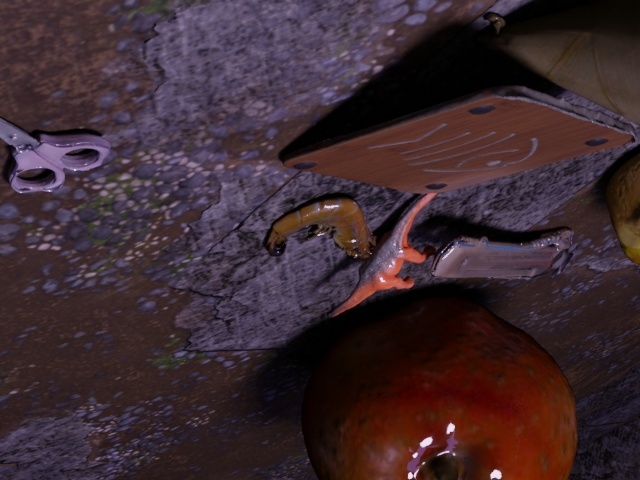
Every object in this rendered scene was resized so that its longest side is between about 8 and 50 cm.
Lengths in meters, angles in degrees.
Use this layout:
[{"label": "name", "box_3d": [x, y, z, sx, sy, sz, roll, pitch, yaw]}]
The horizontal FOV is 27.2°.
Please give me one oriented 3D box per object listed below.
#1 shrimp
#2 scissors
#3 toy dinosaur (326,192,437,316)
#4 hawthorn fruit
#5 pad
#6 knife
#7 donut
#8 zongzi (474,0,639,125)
[{"label": "shrimp", "box_3d": [0.000, 0.001, 1.557, 0.124, 0.034, 0.178, -21, 156, 4]}, {"label": "scissors", "box_3d": [-0.258, -0.087, 1.138, 0.100, 0.015, 0.189, -25, 157, 13]}, {"label": "toy dinosaur", "box_3d": [0.099, 0.012, 1.642, 0.279, 0.055, 0.101, -51, 152, 22]}, {"label": "hawthorn fruit", "box_3d": [0.171, 0.281, 1.853, 0.403, 0.403, 0.403, -19, 158, -8]}, {"label": "pad", "box_3d": [0.149, -0.097, 1.379, 0.286, 0.018, 0.284, -14, 167, 37]}, {"label": "knife", "box_3d": [0.245, 0.016, 1.775, 0.365, 0.043, 0.089, 1, 121, -56]}, {"label": "donut", "box_3d": [0.504, -0.064, 1.756, 0.261, 0.128, 0.208, -16, 158, -15]}, {"label": "zongzi", "box_3d": [0.427, -0.259, 1.315, 0.447, 0.418, 0.181, -56, 162, -28]}]
